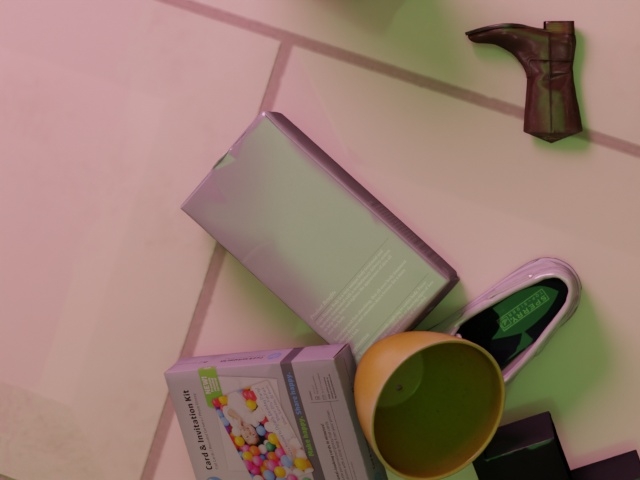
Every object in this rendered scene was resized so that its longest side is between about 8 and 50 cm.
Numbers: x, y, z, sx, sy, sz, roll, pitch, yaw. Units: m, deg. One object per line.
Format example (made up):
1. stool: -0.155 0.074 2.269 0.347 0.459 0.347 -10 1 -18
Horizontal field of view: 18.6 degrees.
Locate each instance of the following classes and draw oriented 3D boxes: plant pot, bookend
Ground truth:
1. plant pot: 0.083 0.134 1.734 0.134 0.095 0.134 -10 112 -24
2. bookend: 0.230 0.220 1.789 0.156 0.072 0.157 -20 108 9

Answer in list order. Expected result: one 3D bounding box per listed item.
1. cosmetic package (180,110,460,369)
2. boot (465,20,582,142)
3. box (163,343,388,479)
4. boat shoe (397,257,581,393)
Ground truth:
1. cosmetic package: 0.000 0.000 1.820 0.238 0.107 0.127 45 98 6
2. boot: 0.190 -0.146 1.822 0.106 0.037 0.114 -1 97 10
3. box: -0.042 0.174 1.814 0.186 0.038 0.145 -6 108 30
4. boat shoe: 0.133 0.108 1.813 0.095 0.084 0.258 45 97 3
